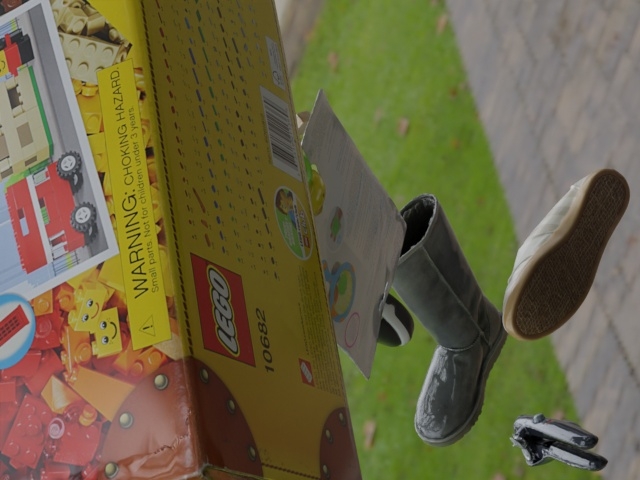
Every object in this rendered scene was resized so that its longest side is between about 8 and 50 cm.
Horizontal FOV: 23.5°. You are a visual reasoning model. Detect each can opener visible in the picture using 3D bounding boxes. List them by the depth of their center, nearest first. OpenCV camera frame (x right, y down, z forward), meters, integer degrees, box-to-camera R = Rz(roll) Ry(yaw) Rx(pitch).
[{"bbox_3d":[0.254,0.210,1.634,0.073,0.059,0.186,-35,4,-10],"label":"can opener"}]

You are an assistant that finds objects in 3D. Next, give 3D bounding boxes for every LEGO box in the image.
[{"bbox_3d":[-0.215,-0.039,0.958,0.193,0.372,0.500,30,-135,-59],"label":"LEGO box"}]

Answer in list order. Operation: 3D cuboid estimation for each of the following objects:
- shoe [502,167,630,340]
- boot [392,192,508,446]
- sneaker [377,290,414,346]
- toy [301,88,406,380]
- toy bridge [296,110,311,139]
[{"bbox_3d":[0.252,0.018,1.618,0.219,0.076,0.058,-53,19,-21],"label":"shoe"},{"bbox_3d":[0.115,0.084,1.580,0.208,0.076,0.189,58,-134,-47],"label":"boot"},{"bbox_3d":[-0.037,0.056,1.245,0.084,0.235,0.097,3,71,66],"label":"sneaker"},{"bbox_3d":[0.000,0.000,1.142,0.237,0.056,0.137,57,-135,-62],"label":"toy"},{"bbox_3d":[-0.082,-0.188,1.854,0.026,0.188,0.063,-21,-22,-51],"label":"toy bridge"}]
